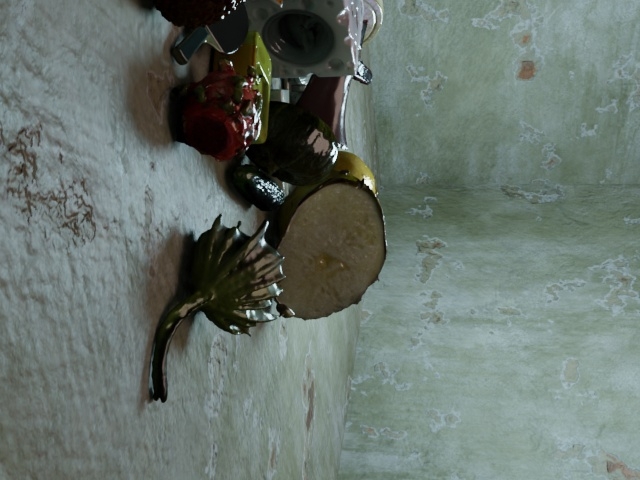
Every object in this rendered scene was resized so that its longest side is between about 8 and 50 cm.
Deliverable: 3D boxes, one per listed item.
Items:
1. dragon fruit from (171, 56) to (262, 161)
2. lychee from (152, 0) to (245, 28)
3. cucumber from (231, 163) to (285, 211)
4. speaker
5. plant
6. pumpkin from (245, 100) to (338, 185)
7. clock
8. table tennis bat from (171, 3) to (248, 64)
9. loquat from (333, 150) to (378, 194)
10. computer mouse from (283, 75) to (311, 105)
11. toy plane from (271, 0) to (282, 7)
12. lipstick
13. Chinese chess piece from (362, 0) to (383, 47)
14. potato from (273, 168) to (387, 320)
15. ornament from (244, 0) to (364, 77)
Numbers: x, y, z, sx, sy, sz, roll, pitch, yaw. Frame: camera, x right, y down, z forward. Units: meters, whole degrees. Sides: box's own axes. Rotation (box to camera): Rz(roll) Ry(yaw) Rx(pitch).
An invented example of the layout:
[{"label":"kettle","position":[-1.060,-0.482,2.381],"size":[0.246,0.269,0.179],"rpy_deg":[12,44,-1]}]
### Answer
[{"label":"dragon fruit","position":[-0.177,-0.237,1.387],"size":[0.166,0.160,0.172],"rpy_deg":[47,31,-25]},{"label":"lychee","position":[-0.184,-0.432,1.229],"size":[0.188,0.188,0.188],"rpy_deg":[1,90,-79]},{"label":"cucumber","position":[-0.144,-0.118,1.730],"size":[0.241,0.074,0.075],"rpy_deg":[39,53,-72]},{"label":"speaker","position":[0.060,-0.396,2.037],"size":[0.259,0.198,0.330],"rpy_deg":[21,94,-38]},{"label":"plant","position":[-0.175,0.098,1.370],"size":[0.333,0.180,0.251],"rpy_deg":[-49,128,-68]},{"label":"pumpkin","position":[-0.071,-0.207,1.712],"size":[0.157,0.223,0.224],"rpy_deg":[-58,160,-14]},{"label":"clock","position":[-0.159,-0.304,1.571],"size":[0.143,0.096,0.202],"rpy_deg":[54,37,-68]},{"label":"table tennis bat","position":[-0.202,-0.398,1.428],"size":[0.154,0.021,0.274],"rpy_deg":[57,36,-28]},{"label":"loquat","position":[0.060,-0.155,2.353],"size":[0.244,0.243,0.244],"rpy_deg":[1,90,-79]},{"label":"computer mouse","position":[-0.043,-0.436,2.190],"size":[0.236,0.081,0.145],"rpy_deg":[-57,147,-71]},{"label":"toy plane","position":[-0.109,-0.577,1.579],"size":[0.244,0.117,0.245],"rpy_deg":[19,57,-32]},{"label":"lipstick","position":[-0.111,-0.231,1.860],"size":[0.077,0.078,0.253],"rpy_deg":[-46,135,-73]},{"label":"Chinese chess piece","position":[0.033,-0.604,2.078],"size":[0.270,0.269,0.112],"rpy_deg":[70,6,-61]},{"label":"potato","position":[0.000,0.000,2.095],"size":[0.296,0.289,0.397],"rpy_deg":[-156,-95,-73]},{"label":"ornament","position":[-0.037,-0.541,1.802],"size":[0.240,0.239,0.240],"rpy_deg":[75,19,-55]}]
